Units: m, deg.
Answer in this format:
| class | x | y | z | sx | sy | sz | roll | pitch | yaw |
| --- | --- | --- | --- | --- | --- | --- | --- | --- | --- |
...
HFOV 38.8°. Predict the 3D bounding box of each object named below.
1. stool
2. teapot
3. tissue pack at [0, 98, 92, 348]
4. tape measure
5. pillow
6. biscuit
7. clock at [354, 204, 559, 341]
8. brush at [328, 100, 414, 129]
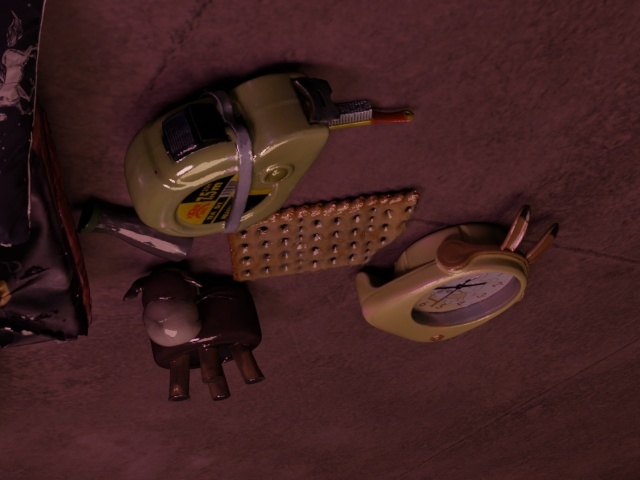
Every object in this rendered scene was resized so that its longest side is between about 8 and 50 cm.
| class | x | y | z | sx | sy | sz | roll | pitch | yaw |
| --- | --- | --- | --- | --- | --- | --- | --- | --- | --- |
| stool | -0.138 | 0.104 | 1.011 | 0.125 | 0.121 | 0.217 | -17 | 155 | 9 |
| teapot | -0.178 | -0.011 | 0.872 | 0.111 | 0.042 | 0.043 | 16 | 139 | -37 |
| tissue pack | -0.327 | 0.004 | 0.755 | 0.245 | 0.123 | 0.332 | -5 | 150 | -10 |
| tape measure | -0.087 | -0.064 | 0.767 | 0.154 | 0.087 | 0.177 | -11 | 154 | -29 |
| pillow | -0.244 | -0.098 | 0.573 | 0.141 | 0.208 | 0.055 | 1 | -170 | -24 |
| biscuit | 0.000 | -0.001 | 0.985 | 0.203 | 0.016 | 0.144 | -8 | 150 | -8 |
| clock | 0.170 | 0.039 | 1.071 | 0.232 | 0.069 | 0.170 | -32 | 145 | 27 |
| brush | 0.044 | -0.113 | 0.807 | 0.083 | 0.018 | 0.021 | -5 | 140 | -11 |
